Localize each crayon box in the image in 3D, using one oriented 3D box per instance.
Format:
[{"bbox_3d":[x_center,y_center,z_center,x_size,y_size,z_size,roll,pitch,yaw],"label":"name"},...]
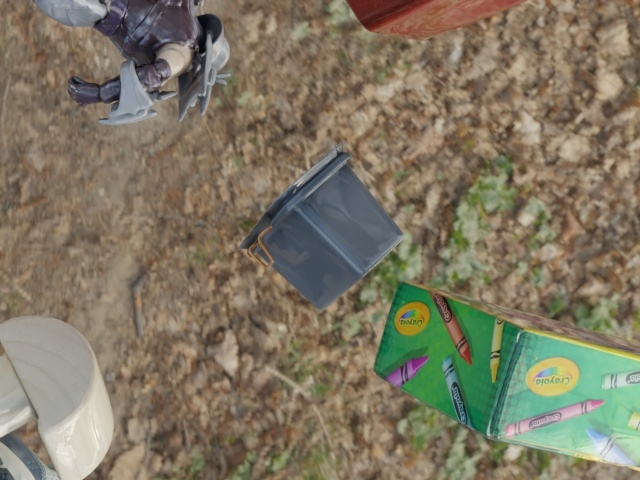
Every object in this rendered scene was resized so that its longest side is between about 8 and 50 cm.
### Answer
[{"bbox_3d":[0.202,0.112,0.838,0.278,0.165,0.081,15,92,-26],"label":"crayon box"}]

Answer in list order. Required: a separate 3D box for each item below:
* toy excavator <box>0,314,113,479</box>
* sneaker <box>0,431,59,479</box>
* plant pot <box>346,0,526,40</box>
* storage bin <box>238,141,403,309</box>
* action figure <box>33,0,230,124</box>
[{"bbox_3d":[-0.375,0.254,0.762,0.433,0.445,0.222,-6,137,-1],"label":"toy excavator"},{"bbox_3d":[-0.236,0.278,1.040,0.110,0.122,0.283,-21,108,37],"label":"sneaker"},{"bbox_3d":[0.123,-0.356,1.155,0.235,0.267,0.267,-35,81,24],"label":"plant pot"},{"bbox_3d":[0.000,0.000,0.888,0.091,0.135,0.098,47,62,2],"label":"storage bin"},{"bbox_3d":[-0.175,-0.181,0.793,0.285,0.185,0.099,23,123,-39],"label":"action figure"}]
